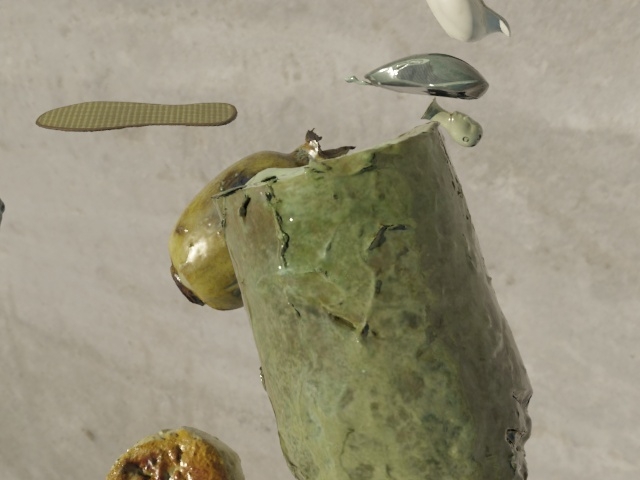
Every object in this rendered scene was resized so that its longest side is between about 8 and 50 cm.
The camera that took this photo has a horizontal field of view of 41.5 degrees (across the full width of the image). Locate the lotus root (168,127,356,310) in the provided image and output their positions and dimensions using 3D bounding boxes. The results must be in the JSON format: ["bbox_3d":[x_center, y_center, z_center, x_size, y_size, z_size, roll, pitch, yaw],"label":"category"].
[{"bbox_3d":[-0.065,-0.033,1.019,0.154,0.278,0.154,49,180,0],"label":"lotus root"}]

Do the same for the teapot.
[{"bbox_3d":[0.345,-0.614,2.101,0.165,0.208,0.300,-20,98,33],"label":"teapot"}]

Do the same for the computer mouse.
[{"bbox_3d":[0.209,-0.379,1.914,0.379,0.167,0.090,11,94,37],"label":"computer mouse"}]

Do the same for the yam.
[{"bbox_3d":[0.044,0.067,0.647,0.195,0.195,0.300,-23,84,54],"label":"yam"}]

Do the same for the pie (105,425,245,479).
[{"bbox_3d":[-0.286,0.518,1.659,0.315,0.315,0.092,36,157,14],"label":"pie"}]

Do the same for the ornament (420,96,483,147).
[{"bbox_3d":[0.332,-0.291,2.097,0.156,0.075,0.081,32,141,-2],"label":"ornament"}]

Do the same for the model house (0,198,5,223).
[{"bbox_3d":[-0.528,-0.040,1.128,0.291,0.253,0.184,45,161,17],"label":"model house"}]

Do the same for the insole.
[{"bbox_3d":[-0.231,-0.160,1.066,0.253,0.086,0.005,-1,125,-1],"label":"insole"}]
